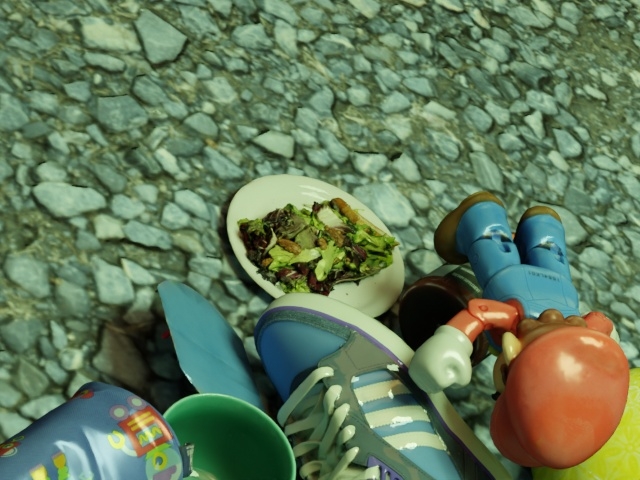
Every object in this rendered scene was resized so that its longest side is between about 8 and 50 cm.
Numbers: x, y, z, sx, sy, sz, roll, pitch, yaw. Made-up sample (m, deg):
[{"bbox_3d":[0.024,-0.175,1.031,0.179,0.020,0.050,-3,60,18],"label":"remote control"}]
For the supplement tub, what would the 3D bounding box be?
[{"bbox_3d":[0.175,0.055,1.885,0.106,0.106,0.198,45,43,15],"label":"supplement tub"}]

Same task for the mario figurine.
[{"bbox_3d":[0.182,0.102,1.703,0.198,0.170,0.320,-15,36,5],"label":"mario figurine"}]

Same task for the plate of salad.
[{"bbox_3d":[0.000,0.000,1.879,0.199,0.048,0.200,17,44,-17],"label":"plate of salad"}]

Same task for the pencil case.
[{"bbox_3d":[-0.229,0.221,1.395,0.306,0.119,0.133,-34,101,-50],"label":"pencil case"}]

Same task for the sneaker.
[{"bbox_3d":[0.020,0.206,1.625,0.323,0.130,0.236,45,38,7],"label":"sneaker"}]

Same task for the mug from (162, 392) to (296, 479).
[{"bbox_3d":[-0.106,0.216,1.566,0.129,0.097,0.157,44,43,13],"label":"mug"}]

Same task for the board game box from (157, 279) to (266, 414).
[{"bbox_3d":[-0.110,0.114,1.685,0.133,0.033,0.169,38,23,-44],"label":"board game box"}]

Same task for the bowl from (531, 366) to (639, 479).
[{"bbox_3d":[0.359,0.192,1.740,0.289,0.156,0.289,14,16,-4],"label":"bowl"}]
